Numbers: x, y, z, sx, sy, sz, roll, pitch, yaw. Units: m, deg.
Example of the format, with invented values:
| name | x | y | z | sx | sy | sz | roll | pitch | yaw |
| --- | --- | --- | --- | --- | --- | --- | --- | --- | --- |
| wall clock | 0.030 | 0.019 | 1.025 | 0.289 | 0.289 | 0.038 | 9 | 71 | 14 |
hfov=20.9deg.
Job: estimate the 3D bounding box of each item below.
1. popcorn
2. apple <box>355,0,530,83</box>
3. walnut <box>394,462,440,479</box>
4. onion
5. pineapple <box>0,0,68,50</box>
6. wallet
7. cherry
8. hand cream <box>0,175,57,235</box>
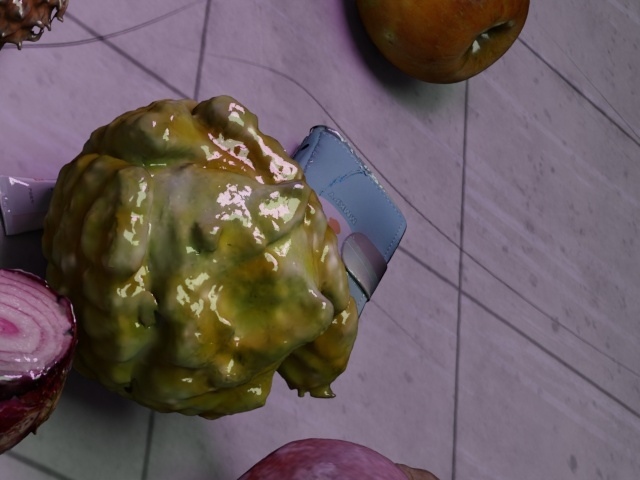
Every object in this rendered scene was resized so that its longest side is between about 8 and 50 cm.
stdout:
| name | x | y | z | sx | sy | sz | roll | pitch | yaw |
| --- | --- | --- | --- | --- | --- | --- | --- | --- | --- |
| popcorn | -0.122 | 0.031 | 1.656 | 0.279 | 0.274 | 0.335 | -25 | 103 | -46 |
| apple | 0.155 | -0.326 | 2.255 | 0.237 | 0.237 | 0.207 | -4 | 49 | -53 |
| walnut | 0.081 | 0.321 | 1.897 | 0.140 | 0.140 | 0.162 | 28 | 59 | -42 |
| onion | -0.326 | 0.095 | 1.498 | 0.218 | 0.140 | 0.195 | 25 | 36 | 1 |
| pineapple | -0.321 | -0.256 | 1.662 | 0.166 | 0.166 | 0.193 | 56 | 47 | -17 |
| wallet | 0.000 | 0.000 | 2.007 | 0.176 | 0.075 | 0.250 | 51 | 40 | -17 |
| cherry | -0.004 | 0.304 | 1.703 | 0.285 | 0.236 | 0.213 | -23 | 64 | -45 |
| hand cream | -0.238 | -0.039 | 1.758 | 0.216 | 0.038 | 0.052 | -5 | 53 | -47 |
